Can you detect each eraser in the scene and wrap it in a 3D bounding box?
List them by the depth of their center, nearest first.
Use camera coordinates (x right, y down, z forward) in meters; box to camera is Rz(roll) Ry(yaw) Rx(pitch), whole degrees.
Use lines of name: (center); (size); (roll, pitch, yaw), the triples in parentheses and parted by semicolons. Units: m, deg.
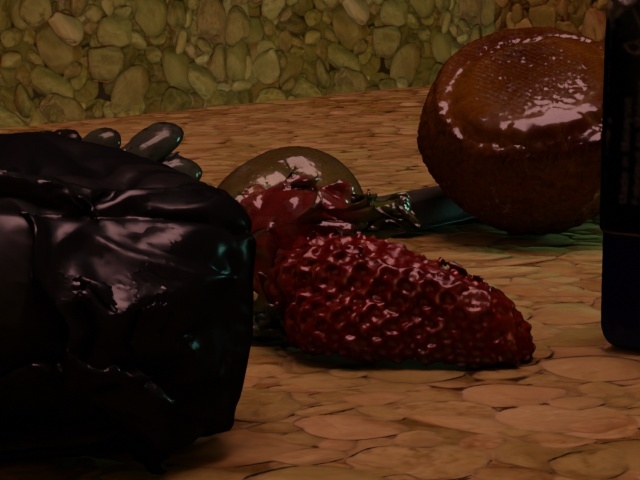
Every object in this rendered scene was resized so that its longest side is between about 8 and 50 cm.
eraser: (0.313, -0.073, 1.663); (0.101, 0.332, 0.155); (5, 11, 31)

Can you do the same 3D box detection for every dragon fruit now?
dragon fruit: (-0.001, 0.004, 1.864); (0.236, 0.137, 0.135); (1, 24, 27)

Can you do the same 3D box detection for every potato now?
potato: (-0.046, -0.026, 2.094); (0.194, 0.157, 0.157); (-21, 17, -25)

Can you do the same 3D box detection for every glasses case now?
glasses case: (0.148, -0.042, 2.388); (0.071, 0.047, 0.205); (5, 11, 43)

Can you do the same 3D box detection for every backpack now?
backpack: (-0.282, 0.038, 1.376); (0.445, 0.255, 0.363); (9, 4, -27)

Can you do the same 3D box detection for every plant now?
plant: (-0.285, -0.078, 2.373); (0.274, 0.146, 0.149); (-8, 23, -30)

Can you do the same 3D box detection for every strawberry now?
strawberry: (0.057, 0.046, 1.688); (0.286, 0.106, 0.188); (4, 12, 29)

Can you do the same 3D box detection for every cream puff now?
cream puff: (0.265, -0.124, 2.299); (0.303, 0.212, 0.303); (-8, 39, 7)
